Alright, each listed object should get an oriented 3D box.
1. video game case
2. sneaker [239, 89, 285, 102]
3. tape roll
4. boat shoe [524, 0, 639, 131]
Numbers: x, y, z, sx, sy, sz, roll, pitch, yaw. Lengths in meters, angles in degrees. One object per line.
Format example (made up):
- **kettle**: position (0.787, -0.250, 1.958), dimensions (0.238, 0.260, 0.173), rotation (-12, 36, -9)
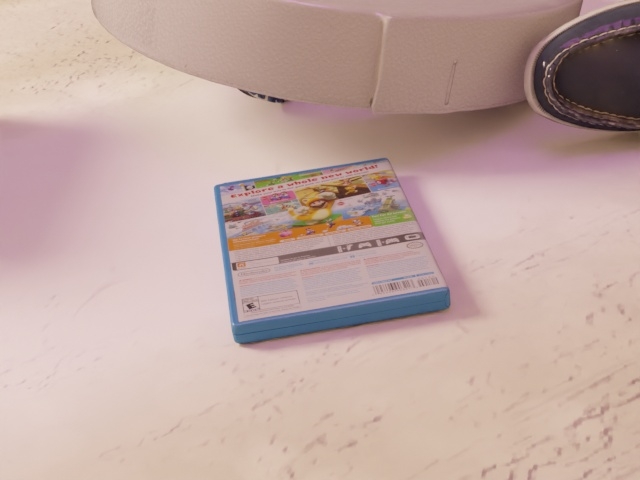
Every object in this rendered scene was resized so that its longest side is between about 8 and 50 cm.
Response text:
- **video game case**: position (0.000, 0.000, 0.628), dimensions (0.119, 0.015, 0.166), rotation (-10, 31, -4)
- **sneaker**: position (-0.041, -0.145, 0.854), dimensions (0.058, 0.052, 0.135), rotation (3, 22, 28)
- **tape roll**: position (0.013, -0.206, 0.837), dimensions (0.391, 0.072, 0.392), rotation (7, 28, -3)
- **boat shoe**: position (0.266, -0.109, 0.691), dimensions (0.254, 0.095, 0.079), rotation (0, 19, -6)
